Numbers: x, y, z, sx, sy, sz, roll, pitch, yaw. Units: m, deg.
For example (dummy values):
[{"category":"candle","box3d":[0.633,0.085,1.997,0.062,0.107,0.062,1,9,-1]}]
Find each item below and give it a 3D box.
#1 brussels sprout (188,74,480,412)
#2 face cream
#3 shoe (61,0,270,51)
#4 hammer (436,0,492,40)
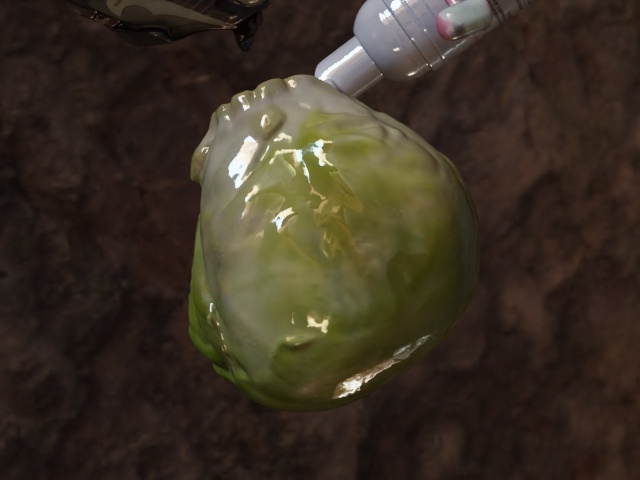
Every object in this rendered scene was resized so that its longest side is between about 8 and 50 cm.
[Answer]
[{"category":"brussels sprout","box3d":[0.013,0.006,1.260,0.242,0.274,0.316,-170,82,-86]},{"category":"face cream","box3d":[0.138,-0.307,1.830,0.145,0.370,0.145,54,-172,-11]},{"category":"shoe","box3d":[-0.126,-0.185,0.964,0.112,0.228,0.099,105,154,-45]},{"category":"hammer","box3d":[0.118,-0.220,1.206,0.083,0.053,0.031,61,161,24]}]
